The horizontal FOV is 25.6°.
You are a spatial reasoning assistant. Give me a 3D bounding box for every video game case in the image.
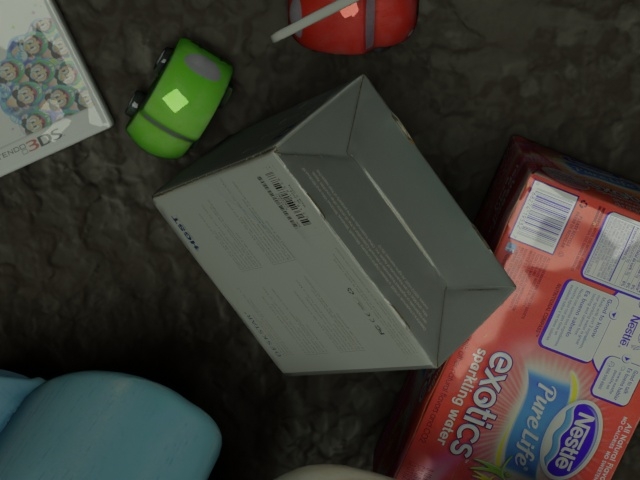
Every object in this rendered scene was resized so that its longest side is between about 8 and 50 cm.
[{"bbox_3d":[-0.257,-0.131,1.088,0.143,0.019,0.157,-23,103,8],"label":"video game case"}]

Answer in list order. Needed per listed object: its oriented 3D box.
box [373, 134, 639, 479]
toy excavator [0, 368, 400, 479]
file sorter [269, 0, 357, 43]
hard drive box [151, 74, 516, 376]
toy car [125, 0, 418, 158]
[{"bbox_3d":[0.161,0.092,1.067,0.154,0.142,0.300,20,106,-3],"label":"box"},{"bbox_3d":[-0.088,0.215,0.977,0.433,0.222,0.445,37,134,-9],"label":"toy excavator"},{"bbox_3d":[0.007,-0.287,0.877,0.193,0.173,0.278,-19,102,47],"label":"file sorter"},{"bbox_3d":[0.000,0.000,1.000,0.089,0.232,0.181,-42,103,-25],"label":"hard drive box"},{"bbox_3d":[-0.073,-0.145,1.042,0.239,0.053,0.225,29,114,-14],"label":"toy car"}]
